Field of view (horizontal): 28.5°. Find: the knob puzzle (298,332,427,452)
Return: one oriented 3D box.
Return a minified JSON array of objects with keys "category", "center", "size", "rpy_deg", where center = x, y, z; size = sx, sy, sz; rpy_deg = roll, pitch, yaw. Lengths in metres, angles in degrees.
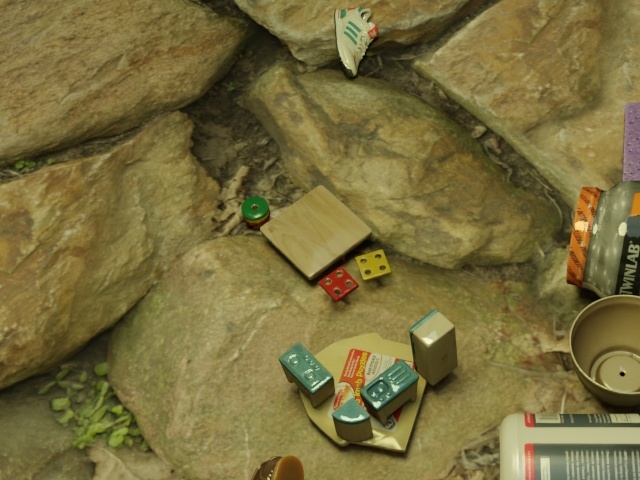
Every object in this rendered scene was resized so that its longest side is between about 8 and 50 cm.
[{"category":"knob puzzle","center":[0.057,0.225,1.890],"size":[0.213,0.030,0.213],"rpy_deg":[-4,55,6]}]

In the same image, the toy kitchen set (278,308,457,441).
[{"category":"toy kitchen set","center":[0.068,0.164,1.837],"size":[0.207,0.122,0.166],"rpy_deg":[-37,58,-17]}]

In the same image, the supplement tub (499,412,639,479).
[{"category":"supplement tub","center":[0.376,0.325,1.674],"size":[0.272,0.191,0.191],"rpy_deg":[-1,55,8]}]

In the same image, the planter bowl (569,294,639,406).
[{"category":"planter bowl","center":[0.440,0.175,1.821],"size":[0.162,0.109,0.162],"rpy_deg":[-4,54,6]}]

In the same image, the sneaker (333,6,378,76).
[{"category":"sneaker","center":[0.068,-0.367,2.289],"size":[0.075,0.057,0.161],"rpy_deg":[-10,51,8]}]

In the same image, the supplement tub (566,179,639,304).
[{"category":"supplement tub","center":[0.534,0.017,1.868],"size":[0.316,0.193,0.193],"rpy_deg":[9,57,15]}]

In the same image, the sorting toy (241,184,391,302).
[{"category":"sorting toy","center":[0.000,0.000,2.047],"size":[0.132,0.046,0.274],"rpy_deg":[-37,58,-17]}]

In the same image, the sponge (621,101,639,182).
[{"category":"sponge","center":[0.557,-0.138,2.073],"size":[0.117,0.031,0.210],"rpy_deg":[4,55,11]}]

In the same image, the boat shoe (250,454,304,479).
[{"category":"boat shoe","center":[-0.081,0.401,1.769],"size":[0.073,0.073,0.207],"rpy_deg":[-19,39,43]}]
